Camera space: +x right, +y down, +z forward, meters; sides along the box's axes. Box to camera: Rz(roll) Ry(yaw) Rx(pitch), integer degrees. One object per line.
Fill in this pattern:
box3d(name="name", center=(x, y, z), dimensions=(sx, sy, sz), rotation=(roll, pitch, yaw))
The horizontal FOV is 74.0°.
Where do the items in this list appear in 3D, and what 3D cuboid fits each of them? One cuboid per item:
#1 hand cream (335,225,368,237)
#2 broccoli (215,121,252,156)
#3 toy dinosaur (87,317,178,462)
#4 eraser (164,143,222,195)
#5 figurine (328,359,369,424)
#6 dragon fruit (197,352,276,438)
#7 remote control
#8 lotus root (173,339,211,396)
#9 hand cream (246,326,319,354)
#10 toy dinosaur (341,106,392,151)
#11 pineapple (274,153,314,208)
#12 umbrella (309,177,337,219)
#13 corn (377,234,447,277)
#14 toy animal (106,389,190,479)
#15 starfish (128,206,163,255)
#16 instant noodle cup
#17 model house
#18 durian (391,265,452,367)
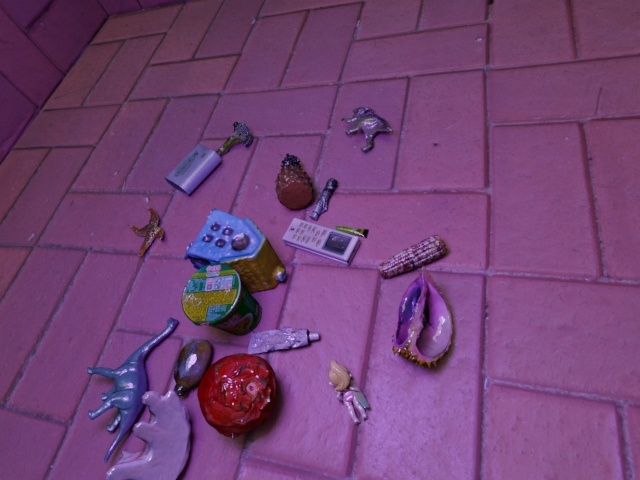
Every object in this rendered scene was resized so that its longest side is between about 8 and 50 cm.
box3d(name="hand cream", center=(0.113, -0.034, 1.553), dimensions=(0.121, 0.023, 0.036), rotation=(10, 59, 20))
box3d(name="broccoli", center=(-0.408, -0.457, 1.965), dimensions=(0.204, 0.118, 0.122), rotation=(-36, 84, 13))
box3d(name="toy dinosaur", center=(-0.594, 0.476, 1.431), dimensions=(0.330, 0.129, 0.383), rotation=(-26, 55, -10))
box3d(name="eraser", center=(-0.578, -0.324, 1.935), dimensions=(0.174, 0.081, 0.227), rotation=(29, 74, 34))
box3d(name="figurine", center=(0.078, 0.436, 1.236), dimensions=(0.083, 0.083, 0.187), rotation=(-27, 64, 1))
box3d(name="dragon fruit", center=(-0.236, 0.439, 1.230), dimensions=(0.240, 0.252, 0.241), rotation=(0, 85, -1))
box3d(name="remote control", center=(0.000, 0.000, 1.548), dimensions=(0.277, 0.055, 0.103), rotation=(17, 66, 28))
box3d(name="lotus root", center=(-0.430, 0.419, 1.407), dimensions=(0.113, 0.088, 0.192), rotation=(-3, 57, 36))
box3d(name="hand cream", center=(-0.126, 0.326, 1.390), dimensions=(0.256, 0.050, 0.084), rotation=(-8, 59, 17))
box3d(name="toy dinosaur", center=(0.186, -0.486, 1.784), dimensions=(0.162, 0.077, 0.294), rotation=(-31, 53, -3))
box3d(name="pineapple", center=(-0.109, -0.257, 1.705), dimensions=(0.157, 0.158, 0.279), rotation=(-17, 44, 8))
box3d(name="umbrella", center=(0.014, -0.162, 1.652), dimensions=(0.050, 0.046, 0.188), rotation=(7, 60, 45))
box3d(name="corn", center=(0.301, 0.055, 1.404), dimensions=(0.237, 0.079, 0.080), rotation=(-24, 54, 6))
box3d(name="toy animal", center=(-0.512, 0.605, 1.258), dimensions=(0.266, 0.188, 0.308), rotation=(-18, 88, -32))
box3d(name="starfish", center=(-0.749, -0.042, 1.838), dimensions=(0.138, 0.050, 0.247), rotation=(-34, 47, -3))
box3d(name="instant noodle cup", center=(-0.309, 0.216, 1.403), dimensions=(0.207, 0.233, 0.207), rotation=(-8, 60, 14))
box3d(name="model house", center=(-0.273, 0.052, 1.500), dimensions=(0.303, 0.237, 0.216), rotation=(13, 62, 22))
box3d(name="durian", center=(0.305, 0.248, 1.247), dimensions=(0.186, 0.154, 0.260), rotation=(31, 64, 8))
